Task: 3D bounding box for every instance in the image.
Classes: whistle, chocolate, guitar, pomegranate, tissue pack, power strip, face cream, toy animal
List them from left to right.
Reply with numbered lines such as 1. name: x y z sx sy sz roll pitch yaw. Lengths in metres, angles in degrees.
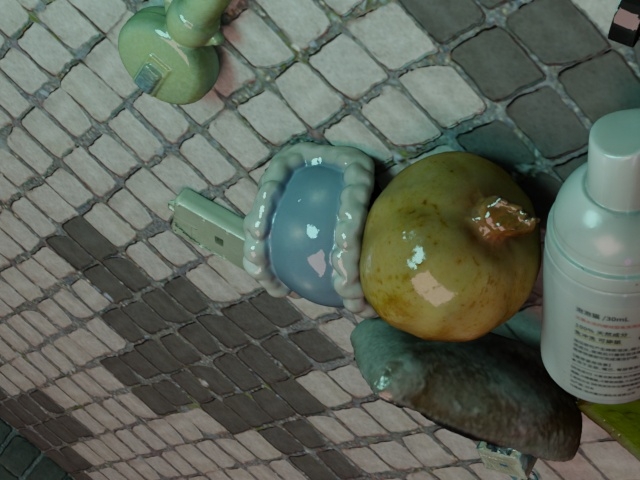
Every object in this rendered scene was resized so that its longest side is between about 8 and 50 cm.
1. whistle: -0.159 -0.232 1.338 0.126 0.067 0.258 39 145 -8
2. power strip: -0.127 -0.003 1.633 0.192 0.035 0.081 29 148 10
3. toy animal: 0.000 0.000 1.415 0.204 0.156 0.208 10 137 27
4. pomegranate: 0.136 0.009 1.256 0.207 0.207 0.207 23 146 17
5. chocolate: 0.185 0.163 1.417 0.303 0.185 0.100 19 111 -17
6. tissue pack: 0.264 0.265 1.573 0.074 0.094 0.059 8 140 39
7. face cream: 0.296 0.003 1.164 0.145 0.145 0.370 18 143 24
8. guitar: 0.275 -0.259 0.915 0.025 0.088 0.233 24 137 15

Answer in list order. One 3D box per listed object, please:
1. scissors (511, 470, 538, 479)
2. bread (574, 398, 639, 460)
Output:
1. scissors: 0.301 0.372 1.754 0.058 0.014 0.119 21 142 28
2. bread: 0.415 0.210 1.358 0.236 0.070 0.236 30 159 12
